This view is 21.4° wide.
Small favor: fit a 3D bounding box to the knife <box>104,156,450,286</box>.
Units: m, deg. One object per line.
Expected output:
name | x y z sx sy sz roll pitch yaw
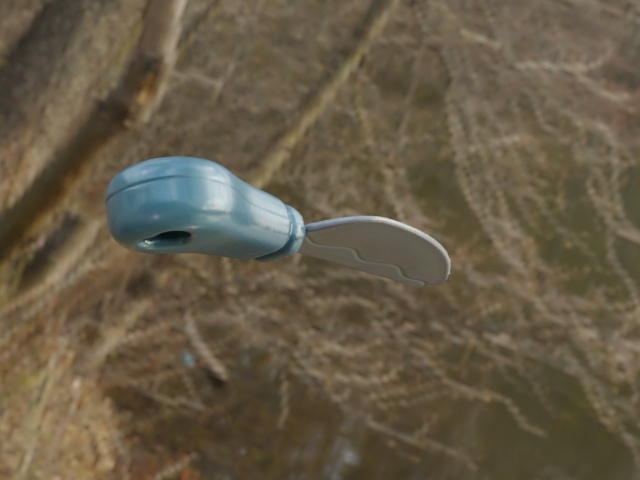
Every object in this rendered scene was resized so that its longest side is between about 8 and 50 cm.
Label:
knife | 0.001 -0.001 0.734 0.058 0.032 0.244 -24 -22 32
